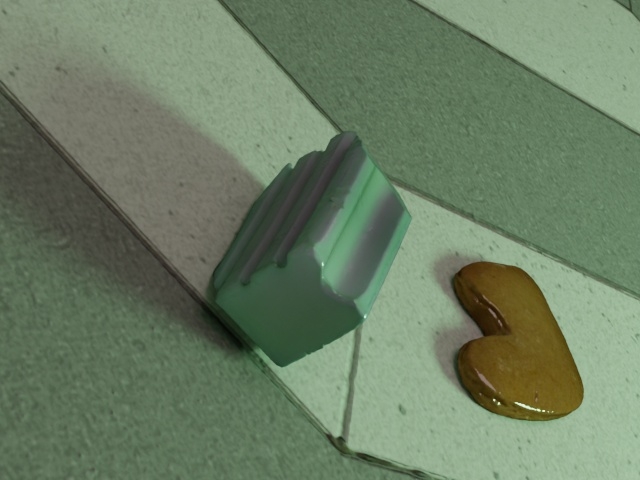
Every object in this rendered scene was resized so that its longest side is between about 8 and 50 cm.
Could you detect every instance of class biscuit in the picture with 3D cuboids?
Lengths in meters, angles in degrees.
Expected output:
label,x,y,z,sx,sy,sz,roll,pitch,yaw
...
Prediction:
label,x,y,z,sx,sy,sz,roll,pitch,yaw
biscuit,0.195,0.099,1.403,0.186,0.036,0.192,12,47,-42

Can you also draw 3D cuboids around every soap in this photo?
label,x,y,z,sx,sy,sz,roll,pitch,yaw
soap,0.000,0.000,1.176,0.091,0.145,0.230,50,36,-16
